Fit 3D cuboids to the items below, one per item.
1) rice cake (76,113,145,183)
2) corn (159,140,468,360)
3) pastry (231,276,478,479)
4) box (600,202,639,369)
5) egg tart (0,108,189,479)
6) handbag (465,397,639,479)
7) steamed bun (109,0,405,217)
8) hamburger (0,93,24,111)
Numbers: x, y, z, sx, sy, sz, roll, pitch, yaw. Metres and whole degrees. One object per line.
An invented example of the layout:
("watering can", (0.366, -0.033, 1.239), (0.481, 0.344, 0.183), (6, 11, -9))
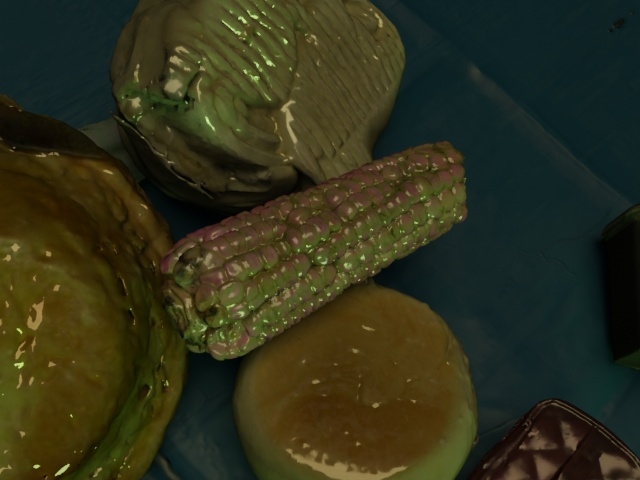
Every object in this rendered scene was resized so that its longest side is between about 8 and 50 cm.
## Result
("rice cake", (-0.286, -0.070, 0.846), (0.226, 0.040, 0.085), (-33, 110, -46))
("corn", (0.000, -0.002, 0.760), (0.335, 0.127, 0.127), (-28, 72, -24))
("pastry", (0.038, 0.163, 0.782), (0.264, 0.133, 0.265), (0, 53, 0))
("box", (0.476, 0.071, 0.920), (0.274, 0.138, 0.178), (10, 69, -2))
("egg tart", (-0.306, 0.088, 0.666), (0.443, 0.178, 0.443), (2, 87, -29))
("handbag", (0.210, 0.275, 0.770), (0.146, 0.135, 0.225), (41, 67, 16))
("steamed bun", (-0.098, -0.181, 0.883), (0.394, 0.237, 0.347), (-18, 91, -47))
("hamburger", (-0.416, -0.083, 0.859), (0.206, 0.130, 0.183), (3, 65, -28))
